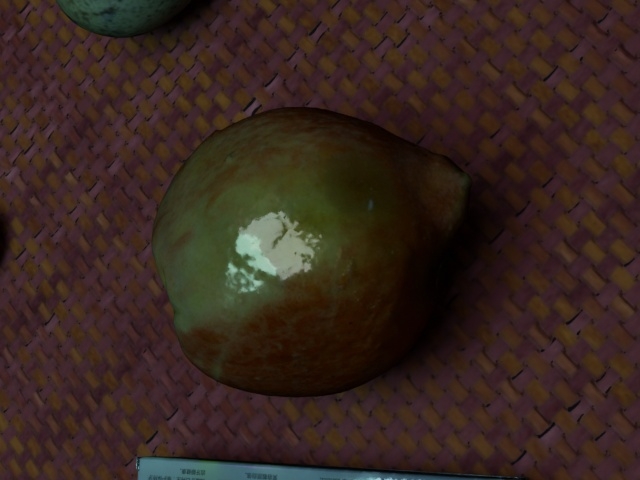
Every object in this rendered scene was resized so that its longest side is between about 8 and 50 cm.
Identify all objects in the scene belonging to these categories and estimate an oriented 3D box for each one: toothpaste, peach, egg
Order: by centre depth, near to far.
[{"bbox_3d":[0.000,0.000,0.904,0.256,0.232,0.232,-24,71,13],"label":"peach"},{"bbox_3d":[0.001,0.225,0.949,0.336,0.067,0.081,-2,80,27],"label":"toothpaste"},{"bbox_3d":[-0.172,-0.272,1.084,0.181,0.141,0.141,-44,64,5],"label":"egg"}]
